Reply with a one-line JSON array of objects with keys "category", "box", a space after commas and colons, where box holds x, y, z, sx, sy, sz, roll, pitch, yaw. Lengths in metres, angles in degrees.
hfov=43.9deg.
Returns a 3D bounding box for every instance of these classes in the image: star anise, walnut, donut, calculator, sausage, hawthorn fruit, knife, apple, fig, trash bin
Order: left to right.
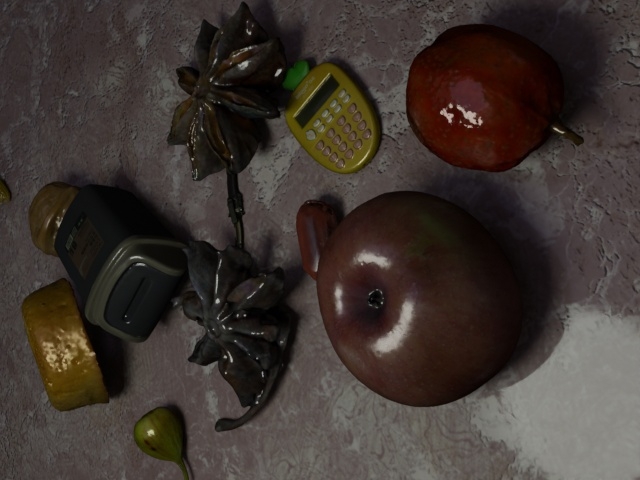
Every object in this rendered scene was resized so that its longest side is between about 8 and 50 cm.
[{"category": "donut", "box": [-0.521, 0.218, 1.600, 0.277, 0.108, 0.278, 48, 147, 44]}, {"category": "walnut", "box": [-0.543, -0.041, 1.681, 0.166, 0.149, 0.167, 7, 112, 18]}, {"category": "trash bin", "box": [-0.382, 0.039, 1.541, 0.290, 0.182, 0.210, 46, 114, 35]}, {"category": "fig", "box": [-0.298, 0.402, 1.524, 0.093, 0.093, 0.166, -16, 97, 35]}, {"category": "star anise", "box": [-0.166, -0.261, 1.427, 0.331, 0.117, 0.332, -4, 85, 46]}, {"category": "knife", "box": [-0.161, -0.073, 1.477, 0.045, 0.021, 0.222, -1, 86, 33]}, {"category": "star anise", "box": [-0.149, 0.145, 1.400, 0.359, 0.139, 0.316, -42, 67, 43]}, {"category": "sausage", "box": [0.000, 0.000, 1.324, 0.076, 0.076, 0.141, -22, 77, 33]}, {"category": "calculator", "box": [0.013, -0.215, 1.350, 0.146, 0.032, 0.235, -46, 64, 25]}, {"category": "apple", "box": [0.133, 0.083, 1.120, 0.305, 0.235, 0.306, -1, 89, 37]}, {"category": "hawthorn fruit", "box": [0.242, -0.188, 1.085, 0.253, 0.205, 0.205, 22, 100, 28]}]

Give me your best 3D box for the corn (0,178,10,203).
[{"category": "corn", "box": [-0.778, -0.124, 1.922, 0.092, 0.037, 0.037, 49, 115, 28]}]
